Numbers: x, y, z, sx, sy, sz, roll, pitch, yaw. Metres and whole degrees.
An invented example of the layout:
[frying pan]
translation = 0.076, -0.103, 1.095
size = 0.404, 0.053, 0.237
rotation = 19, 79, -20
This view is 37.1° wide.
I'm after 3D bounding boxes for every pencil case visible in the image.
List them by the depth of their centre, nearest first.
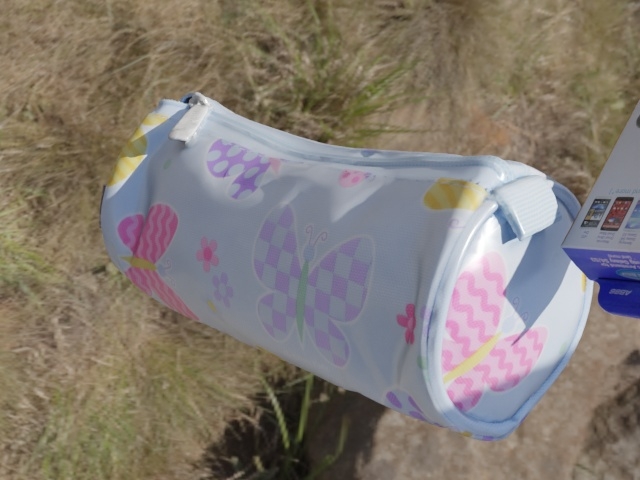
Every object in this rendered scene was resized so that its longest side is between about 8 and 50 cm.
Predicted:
[pencil case]
translation = 0.000, 0.000, 0.484
size = 0.113, 0.273, 0.124
rotation = -1, 104, -42

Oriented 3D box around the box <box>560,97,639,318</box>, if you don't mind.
[box]
translation = 0.152, -0.030, 0.372
size = 0.028, 0.081, 0.136
rotation = 45, 68, -28
